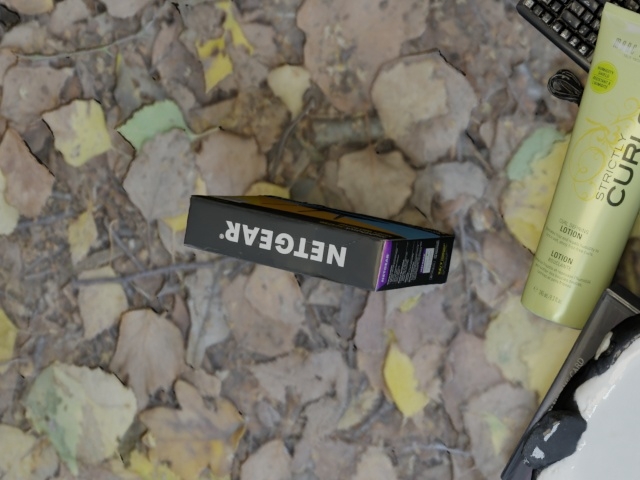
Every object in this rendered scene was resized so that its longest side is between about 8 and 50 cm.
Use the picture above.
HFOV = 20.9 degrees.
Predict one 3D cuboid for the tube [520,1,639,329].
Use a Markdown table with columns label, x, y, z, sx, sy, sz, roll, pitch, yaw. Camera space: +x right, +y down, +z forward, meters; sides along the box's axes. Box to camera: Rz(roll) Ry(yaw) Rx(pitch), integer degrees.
| label | x | y | z | sx | sy | sz | roll | pitch | yaw |
| --- | --- | --- | --- | --- | --- | --- | --- | --- | --- |
| tube | 0.215 | -0.053 | 1.310 | 0.070 | 0.062 | 0.240 | 15 | 104 | -11 |

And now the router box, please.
| label | x | y | z | sx | sy | sz | roll | pitch | yaw |
| --- | --- | --- | --- | --- | --- | --- | --- | --- | --- |
| router box | 0.000 | 0.000 | 1.393 | 0.179 | 0.133 | 0.046 | 13 | 97 | 26 |

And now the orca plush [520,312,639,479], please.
| label | x | y | z | sx | sy | sz | roll | pitch | yaw |
| --- | --- | --- | --- | --- | --- | --- | --- | --- | --- |
| orca plush | 0.211 | 0.169 | 1.285 | 0.151 | 0.102 | 0.287 | -7 | 116 | -7 |

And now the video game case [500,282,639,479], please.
| label | x | y | z | sx | sy | sz | roll | pitch | yaw |
| --- | --- | --- | --- | --- | --- | --- | --- | --- | --- |
| video game case | 0.282 | 0.187 | 1.284 | 0.274 | 0.026 | 0.196 | 37 | 122 | 21 |

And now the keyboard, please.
| label | x | y | z | sx | sy | sz | roll | pitch | yaw |
| --- | --- | --- | --- | --- | --- | --- | --- | --- | --- |
| keyboard | 0.228 | -0.140 | 1.334 | 0.180 | 0.023 | 0.108 | 45 | 110 | 21 |
